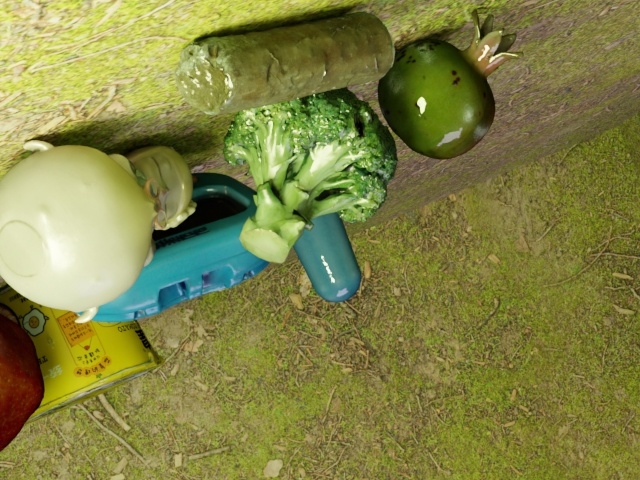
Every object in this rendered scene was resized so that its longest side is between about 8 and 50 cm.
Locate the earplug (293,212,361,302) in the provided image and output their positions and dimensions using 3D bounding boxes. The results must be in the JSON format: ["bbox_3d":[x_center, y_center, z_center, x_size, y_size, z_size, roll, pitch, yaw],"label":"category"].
[{"bbox_3d":[0.000,0.000,2.385,0.132,0.273,0.132,-23,175,-2],"label":"earplug"}]

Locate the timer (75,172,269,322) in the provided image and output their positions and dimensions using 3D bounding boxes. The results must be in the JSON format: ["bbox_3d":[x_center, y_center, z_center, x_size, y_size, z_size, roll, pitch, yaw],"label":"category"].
[{"bbox_3d":[-0.247,0.005,1.701,0.340,0.115,0.309,-20,-155,-23],"label":"timer"}]

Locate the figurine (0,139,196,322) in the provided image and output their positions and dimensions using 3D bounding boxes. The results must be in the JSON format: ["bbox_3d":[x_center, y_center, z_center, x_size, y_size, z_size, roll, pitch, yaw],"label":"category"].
[{"bbox_3d":[-0.297,-0.046,1.489,0.274,0.226,0.394,-4,-164,23],"label":"figurine"}]

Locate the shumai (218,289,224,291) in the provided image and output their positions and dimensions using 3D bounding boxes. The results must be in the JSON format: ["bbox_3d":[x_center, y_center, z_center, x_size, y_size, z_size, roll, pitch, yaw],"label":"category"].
[{"bbox_3d":[-0.206,0.011,2.180,0.166,0.175,0.206,-26,177,25],"label":"shumai"}]

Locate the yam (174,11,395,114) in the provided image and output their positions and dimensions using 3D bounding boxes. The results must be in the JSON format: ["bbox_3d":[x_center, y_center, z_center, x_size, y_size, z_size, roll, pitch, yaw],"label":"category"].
[{"bbox_3d":[-0.039,-0.204,1.306,0.259,0.093,0.093,-18,173,-37],"label":"yam"}]

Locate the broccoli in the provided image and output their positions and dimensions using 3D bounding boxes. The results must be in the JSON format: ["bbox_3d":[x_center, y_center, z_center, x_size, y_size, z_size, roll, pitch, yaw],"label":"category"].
[{"bbox_3d":[-0.030,-0.101,1.568,0.270,0.270,0.270,-34,-153,61],"label":"broccoli"}]

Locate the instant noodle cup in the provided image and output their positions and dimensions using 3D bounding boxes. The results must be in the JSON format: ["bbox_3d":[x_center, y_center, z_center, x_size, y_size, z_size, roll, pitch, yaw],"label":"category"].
[{"bbox_3d":[-0.505,0.194,2.282,0.325,0.254,0.325,-23,174,-3],"label":"instant noodle cup"}]

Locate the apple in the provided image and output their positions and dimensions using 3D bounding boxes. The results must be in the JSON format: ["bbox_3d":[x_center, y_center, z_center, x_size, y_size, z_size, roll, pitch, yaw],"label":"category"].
[{"bbox_3d":[-0.625,0.226,1.886,0.288,0.288,0.317,-26,149,23],"label":"apple"}]

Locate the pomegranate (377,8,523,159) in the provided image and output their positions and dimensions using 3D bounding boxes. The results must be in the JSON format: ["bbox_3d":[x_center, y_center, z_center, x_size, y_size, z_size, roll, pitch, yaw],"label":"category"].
[{"bbox_3d":[0.192,-0.227,1.657,0.224,0.181,0.181,-41,168,19],"label":"pomegranate"}]
